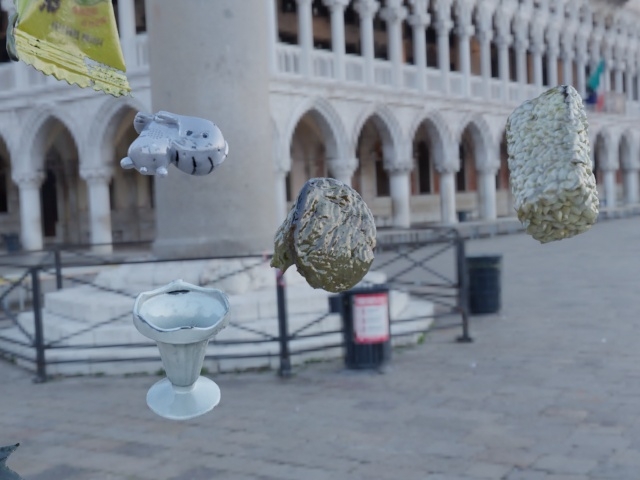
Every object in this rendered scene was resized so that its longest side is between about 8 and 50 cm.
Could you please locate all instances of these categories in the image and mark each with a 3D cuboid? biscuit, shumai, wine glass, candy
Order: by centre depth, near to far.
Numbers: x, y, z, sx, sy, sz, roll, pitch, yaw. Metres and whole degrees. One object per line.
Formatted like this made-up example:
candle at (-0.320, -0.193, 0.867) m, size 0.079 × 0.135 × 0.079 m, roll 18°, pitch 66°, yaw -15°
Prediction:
biscuit at (0.223, -0.076, 0.885) m, size 0.082 × 0.168 × 0.070 m, roll -22°, pitch -50°, yaw 25°
candy at (-0.296, -0.311, 1.034) m, size 0.081 × 0.297 × 0.187 m, roll -16°, pitch -15°, yaw 30°
shumai at (0.004, -0.010, 1.171) m, size 0.123 × 0.139 × 0.105 m, roll 8°, pitch 4°, yaw -25°
wine glass at (-0.234, 0.185, 1.554) m, size 0.165 × 0.196 × 0.165 m, roll 4°, pitch 28°, yaw -2°

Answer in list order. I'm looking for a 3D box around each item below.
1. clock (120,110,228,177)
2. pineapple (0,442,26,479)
clock at (-0.253, -0.155, 1.625) m, size 0.176 × 0.117 × 0.080 m, roll 10°, pitch -33°, yaw -1°
pineapple at (-0.439, 0.290, 0.984) m, size 0.277 × 0.119 × 0.130 m, roll -31°, pitch -13°, yaw 24°
